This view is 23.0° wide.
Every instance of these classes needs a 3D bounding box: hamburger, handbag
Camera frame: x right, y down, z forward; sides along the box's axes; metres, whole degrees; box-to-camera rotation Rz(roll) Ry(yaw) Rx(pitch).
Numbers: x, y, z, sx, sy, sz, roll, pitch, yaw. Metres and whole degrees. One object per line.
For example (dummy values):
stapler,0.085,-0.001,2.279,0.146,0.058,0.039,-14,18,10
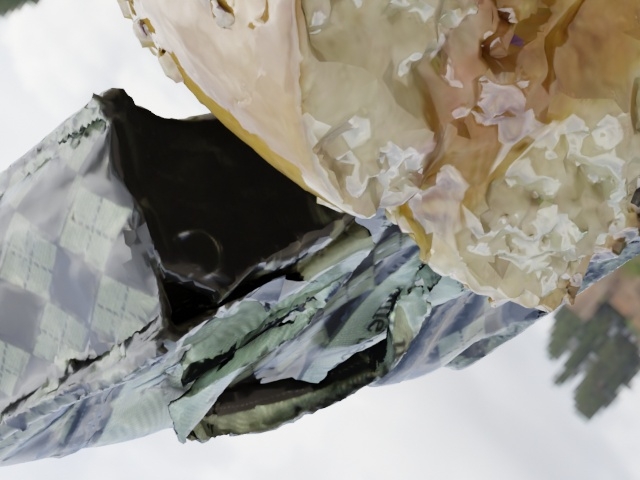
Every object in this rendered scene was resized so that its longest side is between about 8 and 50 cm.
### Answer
hamburger,0.034,-0.220,0.663,0.287,0.446,0.268,16,177,43
handbag,0.000,0.000,0.886,0.416,0.316,0.180,-7,-104,-38
